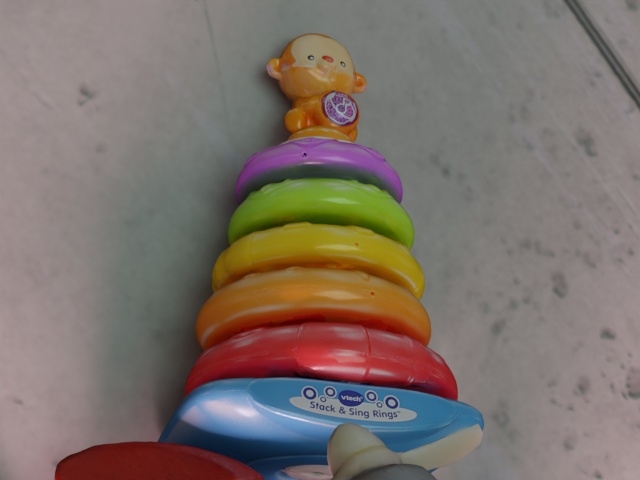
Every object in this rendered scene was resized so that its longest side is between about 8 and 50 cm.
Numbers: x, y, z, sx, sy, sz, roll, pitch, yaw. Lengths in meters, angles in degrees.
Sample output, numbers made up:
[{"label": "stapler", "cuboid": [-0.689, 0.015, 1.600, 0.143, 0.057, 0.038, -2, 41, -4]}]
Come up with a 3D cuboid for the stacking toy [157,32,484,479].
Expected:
[{"label": "stacking toy", "cuboid": [0.000, 0.000, 0.952, 0.175, 0.166, 0.302, 8, 65, -15]}]

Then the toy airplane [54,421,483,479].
[{"label": "toy airplane", "cuboid": [0.050, 0.248, 0.778, 0.272, 0.386, 0.384, -45, 107, -19]}]
